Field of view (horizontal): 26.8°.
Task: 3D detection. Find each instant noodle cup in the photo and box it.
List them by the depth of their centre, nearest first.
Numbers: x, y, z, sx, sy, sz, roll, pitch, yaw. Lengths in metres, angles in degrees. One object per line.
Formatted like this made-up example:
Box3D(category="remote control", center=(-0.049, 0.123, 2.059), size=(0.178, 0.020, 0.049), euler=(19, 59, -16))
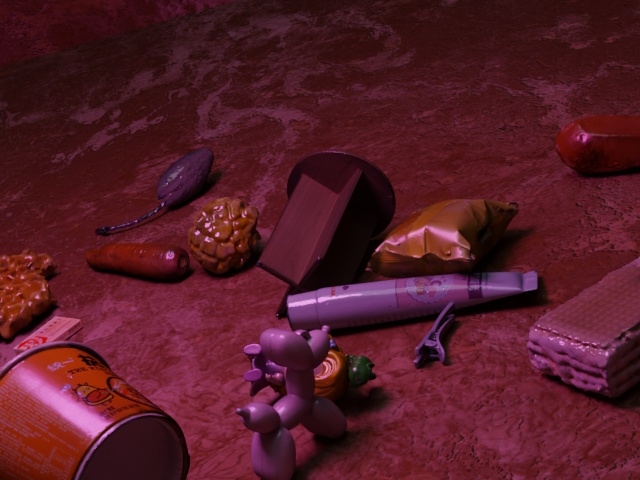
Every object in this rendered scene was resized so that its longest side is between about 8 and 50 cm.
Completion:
Box3D(category="instant noodle cup", center=(-0.261, 0.238, 1.489), size=(0.172, 0.215, 0.216), euler=(21, 42, 40))

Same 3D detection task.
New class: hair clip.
Box3D(category="hair clip", center=(0.154, 0.120, 1.689), size=(0.039, 0.030, 0.115), euler=(15, 36, 17))

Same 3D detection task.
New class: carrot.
Box3D(category="carrot", center=(-0.301, 0.030, 2.140), size=(0.248, 0.059, 0.059), euler=(3, 30, 41))

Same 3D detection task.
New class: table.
Box3D(category="table", center=(0.000, 0.000, 1.914), size=(0.167, 0.167, 0.226), euler=(-5, 35, 24))

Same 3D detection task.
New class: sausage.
Box3D(category="sausage", center=(0.444, -0.144, 2.015), size=(0.179, 0.089, 0.089), euler=(-2, 26, 8))

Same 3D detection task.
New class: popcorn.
Box3D(category="popcorn", center=(-0.150, -0.005, 2.070), size=(0.116, 0.120, 0.106), euler=(1, -23, -22))

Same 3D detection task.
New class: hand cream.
Box3D(category="hand cream", center=(0.122, 0.079, 1.776), size=(0.331, 0.058, 0.085), euler=(-6, 11, 9))

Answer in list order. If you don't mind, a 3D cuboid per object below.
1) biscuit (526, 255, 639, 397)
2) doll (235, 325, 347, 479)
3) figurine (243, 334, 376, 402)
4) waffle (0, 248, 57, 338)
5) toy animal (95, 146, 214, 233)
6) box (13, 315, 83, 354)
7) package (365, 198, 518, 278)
Box3D(category="biscuit", center=(0.437, 0.050, 1.601), size=(0.426, 0.078, 0.144), euler=(-28, 25, -27))
Box3D(category="doll", center=(-0.032, 0.173, 1.524), size=(0.059, 0.160, 0.161), euler=(9, 35, 44))
Box3D(category="figurine", center=(-0.006, 0.162, 1.642), size=(0.156, 0.094, 0.115), euler=(-6, -14, 12))
Box3D(category="waffle", center=(-0.511, 0.092, 2.128), size=(0.249, 0.056, 0.253), euler=(-32, 27, -31))
Box3D(category="toy animal", center=(-0.277, -0.077, 2.359), size=(0.253, 0.070, 0.079), euler=(-42, -2, -24))
Box3D(category="box", center=(-0.405, 0.144, 1.998), size=(0.058, 0.015, 0.093), euler=(2, 29, 38))
Box3D(category="package", center=(0.169, -0.003, 1.860), size=(0.168, 0.090, 0.226), euler=(-5, 16, 30))
